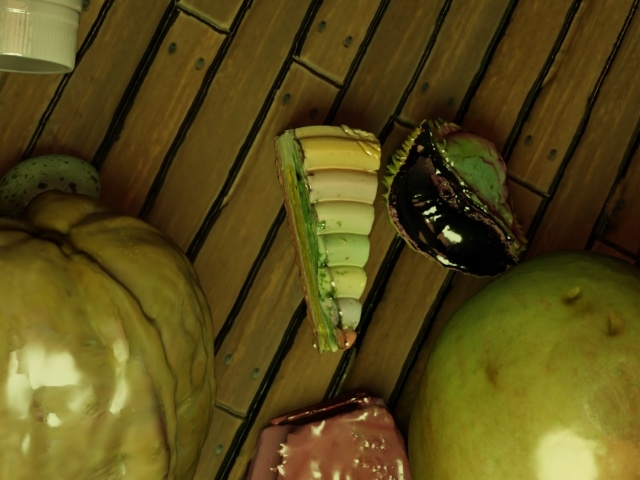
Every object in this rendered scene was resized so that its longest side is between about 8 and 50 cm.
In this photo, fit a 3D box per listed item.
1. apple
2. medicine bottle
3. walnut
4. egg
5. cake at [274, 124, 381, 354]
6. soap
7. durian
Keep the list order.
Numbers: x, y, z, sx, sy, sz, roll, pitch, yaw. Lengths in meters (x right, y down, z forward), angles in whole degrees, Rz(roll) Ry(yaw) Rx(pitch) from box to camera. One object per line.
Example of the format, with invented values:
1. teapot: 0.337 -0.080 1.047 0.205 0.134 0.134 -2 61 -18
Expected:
1. apple: 0.233 0.180 1.643 0.338 0.338 0.305 -15 62 -17
2. medicine bottle: -0.278 -0.285 1.619 0.133 0.133 0.249 7 86 -17
3. walnut: -0.242 0.137 1.539 0.306 0.306 0.344 -5 115 -17
4. egg: -0.255 -0.039 1.647 0.110 0.085 0.085 -36 100 -33
5. cake: 0.020 -0.003 1.717 0.090 0.109 0.225 -10 91 -17
6. soap: 0.007 0.285 1.709 0.182 0.112 0.289 17 83 -21
7. durian: 0.136 -0.049 1.775 0.186 0.119 0.108 49 39 -14
